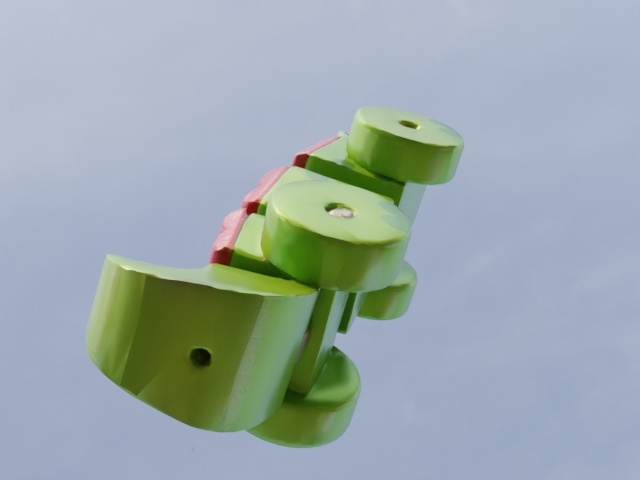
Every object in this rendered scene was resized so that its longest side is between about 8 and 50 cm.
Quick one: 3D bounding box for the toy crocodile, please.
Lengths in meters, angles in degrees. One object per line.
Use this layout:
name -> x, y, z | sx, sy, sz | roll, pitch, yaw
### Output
toy crocodile -> 0.000, 0.000, 0.482 | 0.105, 0.340, 0.115 | 21, -63, 11
